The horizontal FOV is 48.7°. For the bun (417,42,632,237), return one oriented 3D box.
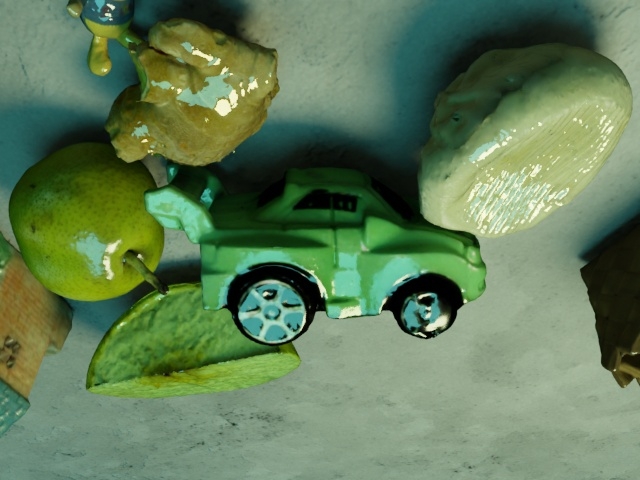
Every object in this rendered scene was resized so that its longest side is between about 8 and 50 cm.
[{"bbox_3d":[0.187,-0.108,0.710,0.231,0.133,0.231,-18,149,-11],"label":"bun"}]

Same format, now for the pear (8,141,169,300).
[{"bbox_3d":[-0.244,-0.010,0.788,0.166,0.216,0.180,-16,130,-44],"label":"pear"}]

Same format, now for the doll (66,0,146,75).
[{"bbox_3d":[-0.185,-0.232,0.626,0.089,0.102,0.179,33,146,25],"label":"doll"}]

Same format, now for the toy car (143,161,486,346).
[{"bbox_3d":[0.000,0.000,0.800,0.358,0.213,0.176,-2,108,1],"label":"toy car"}]

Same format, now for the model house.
[{"bbox_3d":[-0.496,0.157,0.894,0.194,0.325,0.267,-11,137,11],"label":"model house"}]

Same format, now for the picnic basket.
[{"bbox_3d":[0.496,0.125,0.834,0.291,0.321,0.254,19,132,-22],"label":"picnic basket"}]

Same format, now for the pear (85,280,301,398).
[{"bbox_3d":[-0.161,0.155,1.032,0.288,0.139,0.239,-12,152,9],"label":"pear"}]

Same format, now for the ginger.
[{"bbox_3d":[-0.128,-0.134,0.708,0.157,0.102,0.216,-2,157,-36],"label":"ginger"}]
